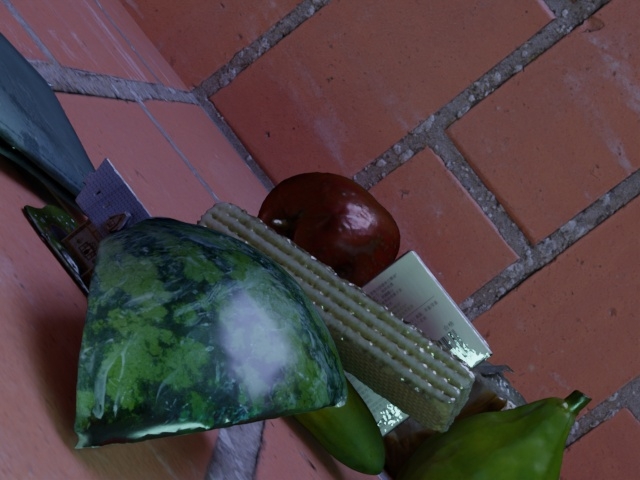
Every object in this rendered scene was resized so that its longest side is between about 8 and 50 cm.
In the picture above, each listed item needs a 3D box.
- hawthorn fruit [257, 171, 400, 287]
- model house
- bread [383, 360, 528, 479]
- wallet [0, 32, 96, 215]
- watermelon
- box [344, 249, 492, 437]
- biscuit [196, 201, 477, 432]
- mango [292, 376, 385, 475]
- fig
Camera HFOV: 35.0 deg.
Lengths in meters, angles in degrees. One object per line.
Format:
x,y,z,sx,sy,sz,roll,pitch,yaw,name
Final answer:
0.000,0.000,1.911,0.300,0.275,0.275,25,25,-50,hawthorn fruit
-0.191,0.005,0.983,0.167,0.088,0.117,53,5,5,model house
0.226,0.312,1.725,0.250,0.279,0.225,47,21,-43,bread
-0.333,-0.155,1.040,0.251,0.054,0.290,59,4,34,wallet
-0.094,0.091,0.830,0.224,0.180,0.305,37,5,12,watermelon
0.093,0.164,1.509,0.194,0.260,0.111,53,5,2,box
0.012,0.101,1.369,0.426,0.078,0.144,35,-20,16,biscuit
-0.001,0.205,1.337,0.237,0.091,0.137,54,1,-15,mango
0.230,0.340,1.401,0.233,0.314,0.233,33,-20,13,fig
